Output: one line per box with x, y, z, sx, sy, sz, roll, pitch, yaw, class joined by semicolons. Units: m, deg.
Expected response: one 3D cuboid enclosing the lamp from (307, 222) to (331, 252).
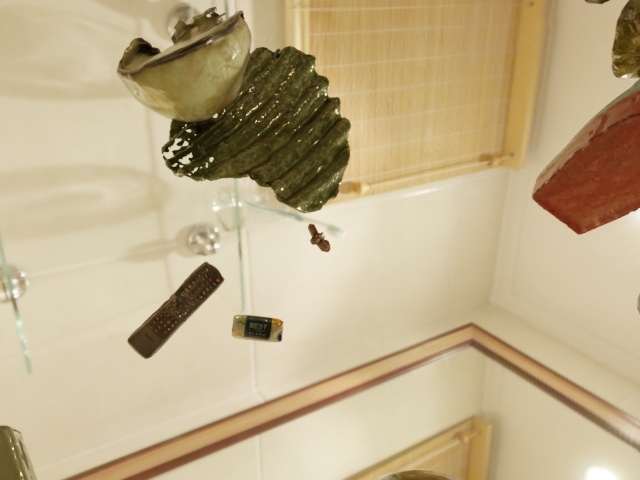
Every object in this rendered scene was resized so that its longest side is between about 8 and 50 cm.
0.000;0.000;1.444;0.083;0.031;0.063;49;20;-46;lamp

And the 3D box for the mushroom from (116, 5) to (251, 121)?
-0.235;-0.304;1.132;0.189;0.267;0.164;-87;156;-49;mushroom

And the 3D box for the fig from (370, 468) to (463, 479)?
0.134;0.383;0.655;0.271;0.239;0.239;25;-47;11;fig

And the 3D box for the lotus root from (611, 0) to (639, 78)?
0.664;-0.383;1.174;0.078;0.183;0.203;-104;-176;-67;lotus root

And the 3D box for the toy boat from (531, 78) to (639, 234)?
0.444;-0.136;0.855;0.145;0.133;0.332;39;-26;2;toy boat

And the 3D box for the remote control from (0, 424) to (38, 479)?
-0.203;0.262;0.372;0.285;0.124;0.038;61;-12;21;remote control

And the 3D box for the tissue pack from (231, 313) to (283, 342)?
-0.103;0.144;1.001;0.062;0.083;0.042;123;-26;-82;tissue pack

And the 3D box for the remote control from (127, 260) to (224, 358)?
-0.266;0.127;1.137;0.059;0.212;0.028;45;-23;-4;remote control

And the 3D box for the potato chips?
-0.116;-0.234;1.235;0.097;0.374;0.389;103;0;-58;potato chips

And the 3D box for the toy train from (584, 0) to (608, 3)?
0.289;-0.313;0.487;0.201;0.145;0.266;-58;-148;-4;toy train

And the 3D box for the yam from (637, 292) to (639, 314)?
0.697;0.098;0.992;0.133;0.331;0.133;-6;90;-76;yam
